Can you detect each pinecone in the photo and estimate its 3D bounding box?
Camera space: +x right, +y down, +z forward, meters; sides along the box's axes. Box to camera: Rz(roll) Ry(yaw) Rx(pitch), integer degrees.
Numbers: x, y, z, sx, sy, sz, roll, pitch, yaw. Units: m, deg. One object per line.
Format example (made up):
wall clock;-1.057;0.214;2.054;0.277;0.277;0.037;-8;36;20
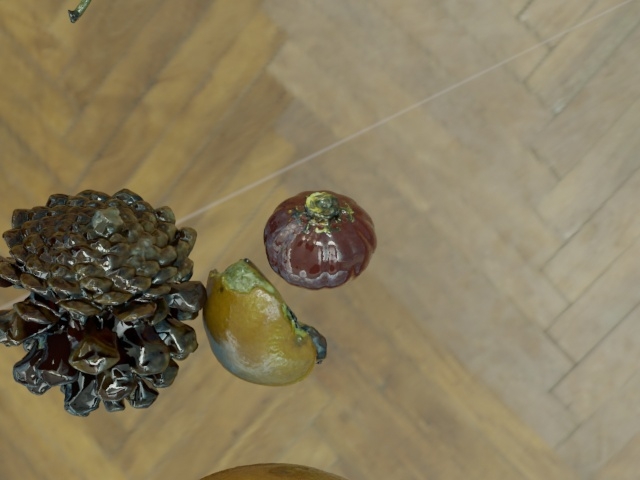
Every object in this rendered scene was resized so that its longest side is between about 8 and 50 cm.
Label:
pinecone;-0.246;0.081;1.918;0.264;0.264;0.264;9;110;26

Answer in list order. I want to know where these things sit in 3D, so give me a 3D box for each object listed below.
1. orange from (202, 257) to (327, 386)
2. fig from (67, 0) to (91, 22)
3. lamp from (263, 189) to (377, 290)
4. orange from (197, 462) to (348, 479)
orange;-0.075;0.104;1.965;0.170;0.160;0.112;31;75;13
fig;-0.287;-0.379;2.109;0.124;0.124;0.236;-16;64;32
lamp;0.000;0.000;1.499;0.101;0.101;0.090;24;138;20
orange;-0.038;0.254;1.236;0.206;0.206;0.206;9;110;26
